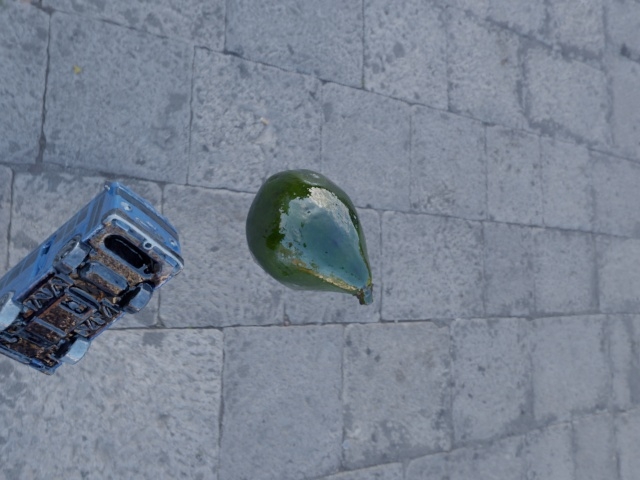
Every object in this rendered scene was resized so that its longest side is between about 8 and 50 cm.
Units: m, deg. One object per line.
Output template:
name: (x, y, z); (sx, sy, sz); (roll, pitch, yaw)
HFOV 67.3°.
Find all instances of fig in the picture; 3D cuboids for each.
fig: (0.000, 0.000, 0.760); (0.245, 0.195, 0.195); (33, 63, 21)

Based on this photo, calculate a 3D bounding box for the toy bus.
toy bus: (-0.285, 0.040, 0.585); (0.234, 0.133, 0.116); (-37, 125, 10)
